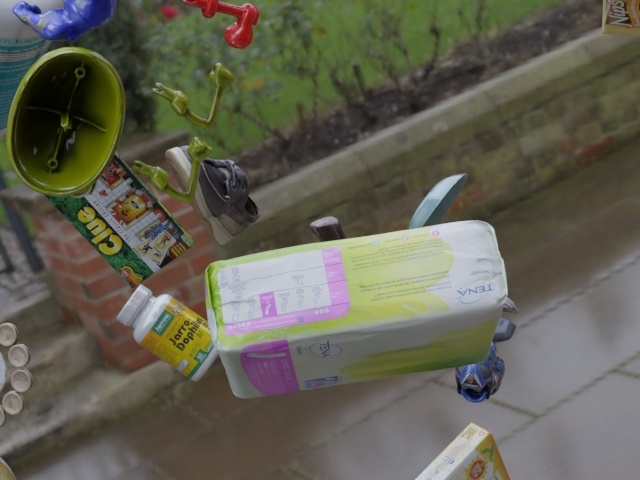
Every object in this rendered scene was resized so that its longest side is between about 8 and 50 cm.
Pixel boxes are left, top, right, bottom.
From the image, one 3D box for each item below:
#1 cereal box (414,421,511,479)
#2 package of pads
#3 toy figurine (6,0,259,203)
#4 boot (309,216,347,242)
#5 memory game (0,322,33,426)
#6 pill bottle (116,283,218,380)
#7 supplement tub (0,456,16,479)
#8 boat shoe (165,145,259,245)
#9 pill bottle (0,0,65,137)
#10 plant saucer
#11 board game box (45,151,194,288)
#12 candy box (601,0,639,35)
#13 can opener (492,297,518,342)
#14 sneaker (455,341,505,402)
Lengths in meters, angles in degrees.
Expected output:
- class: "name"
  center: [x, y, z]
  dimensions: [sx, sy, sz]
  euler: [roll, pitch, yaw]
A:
- class: "cereal box"
  center: [0.184, 0.410, 1.689]
  dimensions: [0.240, 0.173, 0.047]
  euler: [-40, 39, -20]
- class: "package of pads"
  center: [0.037, 0.076, 1.180]
  dimensions: [0.296, 0.101, 0.229]
  euler: [-9, -22, -2]
- class: "toy figurine"
  center: [-0.178, -0.235, 1.007]
  dimensions: [0.191, 0.363, 0.217]
  euler: [7, 18, -28]
- class: "boot"
  center: [0.000, 0.000, 1.942]
  dimensions: [0.106, 0.114, 0.037]
  euler: [-12, 57, 21]
- class: "memory game"
  center: [-0.525, 0.201, 1.760]
  dimensions: [0.186, 0.186, 0.012]
  euler: [-16, 0, 18]
- class: "pill bottle"
  center: [-0.304, 0.183, 2.305]
  dimensions: [0.118, 0.208, 0.117]
  euler: [-53, 5, 7]
- class: "supplement tub"
  center: [-0.540, 0.432, 1.657]
  dimensions: [0.228, 0.228, 0.316]
  euler: [-24, 29, -15]
- class: "boat shoe"
  center: [-0.151, -0.077, 1.662]
  dimensions: [0.092, 0.103, 0.285]
  euler: [-30, -22, -3]
- class: "pill bottle"
  center: [-0.375, -0.200, 1.218]
  dimensions: [0.146, 0.146, 0.264]
  euler: [-36, -13, -47]
- class: "plant saucer"
  center: [0.228, -0.067, 2.313]
  dimensions: [0.195, 0.037, 0.195]
  euler: [-50, -12, -14]
- class: "board game box"
  center: [-0.339, -0.046, 1.887]
  dimensions: [0.136, 0.260, 0.030]
  euler: [-34, 32, 8]
- class: "candy box"
  center: [0.427, -0.449, 1.487]
  dimensions: [0.087, 0.317, 0.183]
  euler: [6, -21, 7]
- class: "can opener"
  center: [0.219, 0.105, 1.948]
  dimensions: [0.280, 0.074, 0.093]
  euler: [11, 68, 51]
- class: "sneaker"
  center: [0.251, 0.224, 1.849]
  dimensions: [0.083, 0.087, 0.221]
  euler: [4, -18, 18]
